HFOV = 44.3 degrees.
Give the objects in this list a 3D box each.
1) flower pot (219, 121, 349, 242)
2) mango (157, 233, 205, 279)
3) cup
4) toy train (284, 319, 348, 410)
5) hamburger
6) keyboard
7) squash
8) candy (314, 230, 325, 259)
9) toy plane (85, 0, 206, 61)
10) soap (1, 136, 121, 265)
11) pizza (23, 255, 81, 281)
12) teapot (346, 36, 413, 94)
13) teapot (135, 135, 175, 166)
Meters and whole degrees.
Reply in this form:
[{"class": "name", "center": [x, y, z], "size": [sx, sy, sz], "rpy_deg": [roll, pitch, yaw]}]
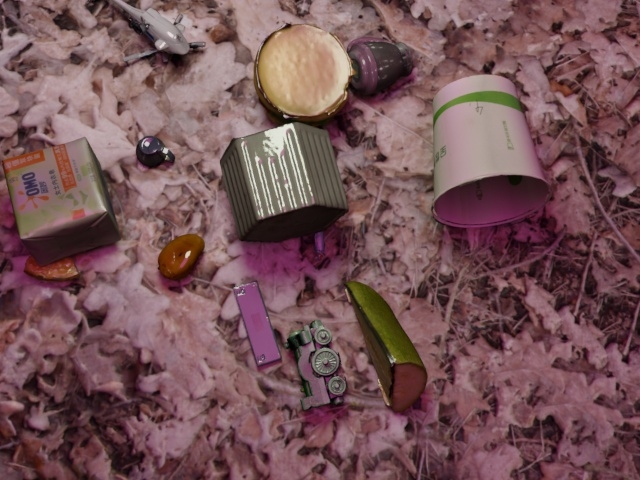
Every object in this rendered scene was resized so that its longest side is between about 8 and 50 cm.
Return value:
[{"class": "flower pot", "center": [-0.076, -0.114, 1.625], "size": [0.239, 0.209, 0.190], "rpy_deg": [-17, 76, 1]}, {"class": "mango", "center": [-0.290, 0.033, 1.649], "size": [0.114, 0.060, 0.080], "rpy_deg": [-44, 69, -13]}, {"class": "cup", "center": [0.346, -0.192, 1.690], "size": [0.253, 0.253, 0.274], "rpy_deg": [-2, 67, -6]}, {"class": "toy train", "center": [-0.008, 0.256, 1.614], "size": [0.104, 0.071, 0.178], "rpy_deg": [-17, 78, 1]}, {"class": "hamburger", "center": [-0.041, -0.356, 1.734], "size": [0.236, 0.149, 0.237], "rpy_deg": [1, 84, -6]}, {"class": "keyboard", "center": [-0.133, 0.173, 1.650], "size": [0.055, 0.014, 0.176], "rpy_deg": [-17, 77, -10]}, {"class": "squash", "center": [0.135, 0.210, 1.665], "size": [0.093, 0.170, 0.252], "rpy_deg": [-17, 44, -13]}, {"class": "candy", "center": [0.000, 0.000, 1.706], "size": [0.030, 0.020, 0.083], "rpy_deg": [-4, 76, -5]}, {"class": "toy plane", "center": [-0.395, -0.504, 1.762], "size": [0.181, 0.107, 0.273], "rpy_deg": [-30, 75, -17]}, {"class": "soap", "center": [-0.528, -0.081, 1.606], "size": [0.182, 0.138, 0.200], "rpy_deg": [-18, 69, -9]}, {"class": "pizza", "center": [-0.551, 0.035, 1.642], "size": [0.122, 0.026, 0.109], "rpy_deg": [7, 67, -1]}, {"class": "teapot", "center": [0.133, -0.403, 1.798], "size": [0.145, 0.148, 0.116], "rpy_deg": [-17, 113, -21]}, {"class": "teapot", "center": [-0.359, -0.194, 1.705], "size": [0.087, 0.057, 0.066], "rpy_deg": [20, 75, 0]}]
